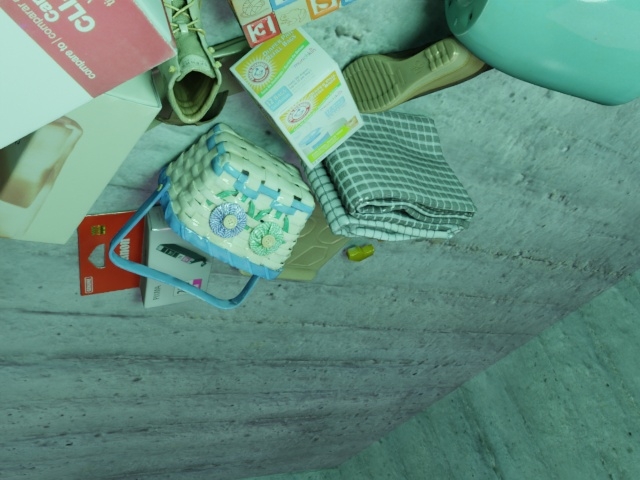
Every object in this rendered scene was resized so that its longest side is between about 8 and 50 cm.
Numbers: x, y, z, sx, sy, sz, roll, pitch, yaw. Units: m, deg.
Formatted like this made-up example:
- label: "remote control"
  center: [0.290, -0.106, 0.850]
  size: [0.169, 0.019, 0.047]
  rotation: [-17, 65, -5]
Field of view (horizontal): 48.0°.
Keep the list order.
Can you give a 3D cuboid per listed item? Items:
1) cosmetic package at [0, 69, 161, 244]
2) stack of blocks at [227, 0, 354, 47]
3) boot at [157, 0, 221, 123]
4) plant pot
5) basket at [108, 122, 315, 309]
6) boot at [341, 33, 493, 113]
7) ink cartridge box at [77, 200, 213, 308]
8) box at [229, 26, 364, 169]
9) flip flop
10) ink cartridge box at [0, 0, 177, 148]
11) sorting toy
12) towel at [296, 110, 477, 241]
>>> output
- label: "cosmetic package"
  center: [-0.348, -0.141, 0.948]
  size: [0.129, 0.153, 0.296]
  rotation: [9, 138, -43]
- label: "stack of blocks"
  center: [0.014, -0.370, 0.848]
  size: [0.297, 0.087, 0.171]
  rotation: [-25, 152, 0]
- label: "boot"
  center: [-0.165, -0.262, 0.849]
  size: [0.077, 0.165, 0.213]
  rotation: [-10, 148, -19]
- label: "plant pot"
  center: [0.301, -0.337, 0.926]
  size: [0.235, 0.292, 0.293]
  rotation: [7, 143, -12]
- label: "basket"
  center: [-0.172, -0.025, 1.179]
  size: [0.255, 0.201, 0.289]
  rotation: [25, 121, -32]
- label: "boot"
  center: [0.169, -0.261, 1.137]
  size: [0.249, 0.090, 0.207]
  rotation: [-12, -177, 40]
- label: "ink cartridge box"
  center: [-0.324, 0.038, 1.350]
  size: [0.239, 0.060, 0.275]
  rotation: [-9, 148, -22]
- label: "box"
  center: [-0.027, -0.203, 1.023]
  size: [0.114, 0.103, 0.203]
  rotation: [-40, 161, 1]
- label: "flip flop"
  center: [-0.164, -0.210, 1.019]
  size: [0.277, 0.080, 0.112]
  rotation: [-20, 155, -8]
- label: "ink cartridge box"
  center: [-0.361, -0.223, 0.674]
  size: [0.385, 0.279, 0.160]
  rotation: [-26, 149, 8]
- label: "sorting toy"
  center: [0.000, 0.000, 1.519]
  size: [0.307, 0.041, 0.229]
  rotation: [8, 135, -41]
- label: "towel"
  center: [0.113, -0.114, 1.205]
  size: [0.284, 0.235, 0.121]
  rotation: [3, 137, -36]
